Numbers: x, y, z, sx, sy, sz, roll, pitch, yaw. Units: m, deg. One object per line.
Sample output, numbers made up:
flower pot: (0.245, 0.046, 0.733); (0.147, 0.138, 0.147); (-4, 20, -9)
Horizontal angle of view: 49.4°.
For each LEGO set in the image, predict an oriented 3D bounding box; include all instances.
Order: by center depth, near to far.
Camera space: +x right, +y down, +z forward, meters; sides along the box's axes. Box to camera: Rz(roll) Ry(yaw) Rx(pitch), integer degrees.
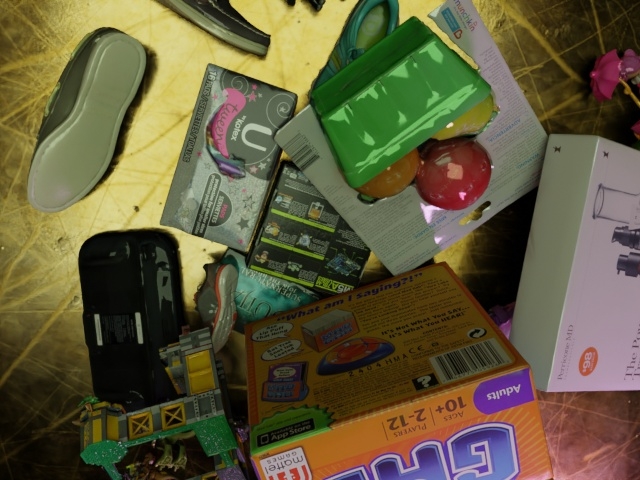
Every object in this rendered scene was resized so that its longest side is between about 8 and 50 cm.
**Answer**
LEGO set: (-0.234, 0.284, 1.102); (0.255, 0.192, 0.331); (-21, 135, 1)

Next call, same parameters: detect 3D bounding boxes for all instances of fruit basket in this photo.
fruit basket: (0.157, -0.138, 1.047); (0.327, 0.165, 0.353); (-36, 129, 12)

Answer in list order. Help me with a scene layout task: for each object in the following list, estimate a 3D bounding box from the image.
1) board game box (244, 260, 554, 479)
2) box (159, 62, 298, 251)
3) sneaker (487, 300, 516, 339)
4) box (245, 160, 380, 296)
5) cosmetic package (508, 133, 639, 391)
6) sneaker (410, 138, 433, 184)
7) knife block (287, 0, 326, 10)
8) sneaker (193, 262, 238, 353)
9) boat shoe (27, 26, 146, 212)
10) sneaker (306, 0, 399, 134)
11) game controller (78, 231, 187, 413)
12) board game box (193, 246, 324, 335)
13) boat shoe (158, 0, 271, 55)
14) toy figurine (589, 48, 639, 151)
board game box: (0.110, 0.298, 1.050); (0.357, 0.356, 0.356); (-18, 111, -1)
box: (-0.134, -0.128, 1.071); (0.142, 0.163, 0.247); (17, 99, -6)
sneaker: (0.342, 0.137, 1.197); (0.105, 0.095, 0.236); (33, 98, -2)
box: (-0.004, -0.014, 1.140); (0.191, 0.045, 0.184); (17, 103, -15)
cosmetic package: (0.445, 0.045, 1.099); (0.285, 0.097, 0.376); (8, 94, -34)
sneaker: (0.150, -0.136, 1.143); (0.073, 0.063, 0.162); (16, 99, -4)
knife block: (-0.043, -0.495, 1.047); (0.242, 0.088, 0.275); (1, 100, -5)
sneaker: (-0.178, 0.108, 1.151); (0.065, 0.061, 0.157); (14, 100, 21)
boat shoe: (-0.373, -0.187, 1.081); (0.109, 0.091, 0.304); (20, 103, -45)
sneaker: (0.051, -0.264, 1.086); (0.107, 0.110, 0.275); (17, 100, -7)
game controller: (-0.315, 0.143, 1.171); (0.167, 0.067, 0.318); (-1, 101, 11)
board game box: (-0.104, 0.106, 1.188); (0.186, 0.026, 0.126); (28, 97, -9)
boat shoe: (-0.191, -0.382, 1.052); (0.285, 0.103, 0.092); (32, 102, -3)
toy figurine: (0.520, -0.252, 1.133); (0.159, 0.130, 0.173); (44, 73, -1)
